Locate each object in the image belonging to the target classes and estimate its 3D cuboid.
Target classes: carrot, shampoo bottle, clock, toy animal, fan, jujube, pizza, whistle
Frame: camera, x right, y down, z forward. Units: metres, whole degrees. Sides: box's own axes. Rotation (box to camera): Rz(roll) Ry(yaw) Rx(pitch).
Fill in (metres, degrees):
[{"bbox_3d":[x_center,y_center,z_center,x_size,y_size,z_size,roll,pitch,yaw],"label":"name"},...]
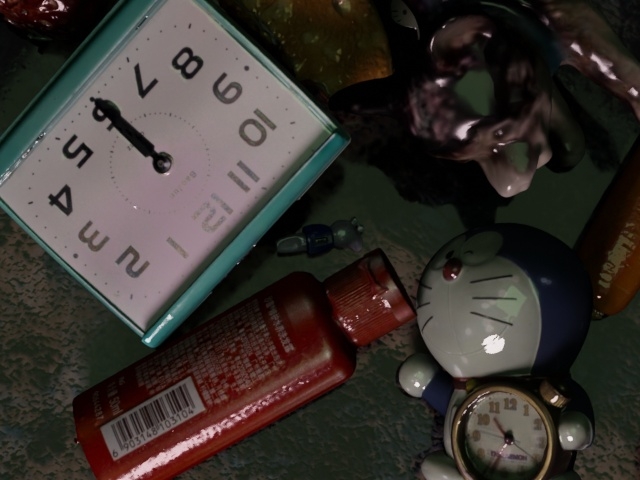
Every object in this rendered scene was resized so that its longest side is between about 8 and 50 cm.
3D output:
[{"bbox_3d":[0.292,-0.029,1.567,0.067,0.067,0.225,29,82,3],"label":"carrot"},{"bbox_3d":[-0.067,0.112,1.506,0.314,0.076,0.118,-30,47,6],"label":"shampoo bottle"},{"bbox_3d":[0.158,0.106,1.509,0.199,0.146,0.243,-1,87,37],"label":"clock"},{"bbox_3d":[0.109,-0.200,1.482,0.302,0.194,0.344,-11,81,-31],"label":"toy animal"},{"bbox_3d":[-0.137,-0.077,1.530,0.231,0.116,0.262,43,102,0],"label":"clock"},{"bbox_3d":[0.092,-0.208,1.614,0.056,0.004,0.083,-1,84,0],"label":"fan"},{"bbox_3d":[-0.267,-0.247,1.568,0.166,0.104,0.104,28,84,3],"label":"jujube"},{"bbox_3d":[-0.018,-0.209,1.549,0.246,0.058,0.127,33,76,-25],"label":"pizza"},{"bbox_3d":[0.000,0.000,1.579,0.083,0.029,0.033,-10,99,-9],"label":"whistle"}]
